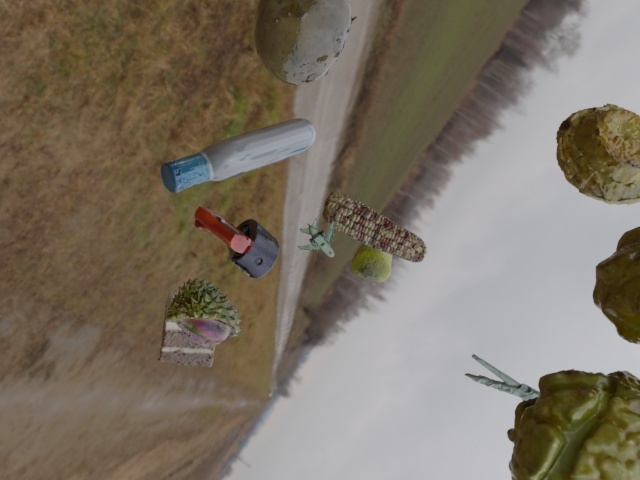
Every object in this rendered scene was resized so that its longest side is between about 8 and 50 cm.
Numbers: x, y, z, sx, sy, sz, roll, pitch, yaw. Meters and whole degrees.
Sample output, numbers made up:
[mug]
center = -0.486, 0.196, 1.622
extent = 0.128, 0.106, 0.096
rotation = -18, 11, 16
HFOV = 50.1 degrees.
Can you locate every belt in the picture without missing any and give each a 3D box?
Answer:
[belt]
center = -0.214, 0.018, 2.064
extent = 0.139, 0.126, 0.230
rotation = -46, -156, 7

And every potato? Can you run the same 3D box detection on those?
[potato]
center = -0.022, -0.379, 1.143
extent = 0.165, 0.165, 0.262
rotation = 118, -3, -59

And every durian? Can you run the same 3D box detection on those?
[durian]
center = -0.193, 0.132, 1.271
extent = 0.187, 0.108, 0.119
rotation = 60, 38, -59

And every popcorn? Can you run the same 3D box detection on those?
[popcorn]
center = 0.437, 0.349, 1.121
extent = 0.282, 0.282, 0.247
rotation = 119, -6, -56

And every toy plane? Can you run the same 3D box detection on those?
[toy plane]
center = 0.000, 0.001, 1.260
extent = 0.080, 0.083, 0.033
rotation = -37, -162, 2

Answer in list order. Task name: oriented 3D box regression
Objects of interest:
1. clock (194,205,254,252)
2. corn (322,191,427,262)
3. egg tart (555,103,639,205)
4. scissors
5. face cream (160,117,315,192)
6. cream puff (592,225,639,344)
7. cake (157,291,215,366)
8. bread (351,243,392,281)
[clock]
center = -0.270, -0.024, 1.901
extent = 0.061, 0.155, 0.113
rotation = -57, 155, 2
[corn]
center = 0.113, -0.024, 1.429
extent = 0.079, 0.237, 0.079
rotation = -63, 177, -5
[egg tart]
center = 0.711, -0.221, 1.640
extent = 0.295, 0.295, 0.116
rotation = -54, 170, -25
[scissors]
center = 0.600, 0.441, 1.970
extent = 0.029, 0.383, 0.256
rotation = -52, 165, -41
[face cream]
center = -0.173, -0.178, 1.434
extent = 0.336, 0.080, 0.163
rotation = -25, -173, -36
[cream puff]
center = 0.585, 0.066, 1.081
extent = 0.282, 0.282, 0.185
rotation = -51, 158, -48
[cake]
center = -0.311, 0.207, 1.626
extent = 0.134, 0.135, 0.147
rotation = -106, -157, -60
[bread]
center = 0.171, 0.060, 2.204
extent = 0.114, 0.129, 0.111
rotation = -67, 177, -52
